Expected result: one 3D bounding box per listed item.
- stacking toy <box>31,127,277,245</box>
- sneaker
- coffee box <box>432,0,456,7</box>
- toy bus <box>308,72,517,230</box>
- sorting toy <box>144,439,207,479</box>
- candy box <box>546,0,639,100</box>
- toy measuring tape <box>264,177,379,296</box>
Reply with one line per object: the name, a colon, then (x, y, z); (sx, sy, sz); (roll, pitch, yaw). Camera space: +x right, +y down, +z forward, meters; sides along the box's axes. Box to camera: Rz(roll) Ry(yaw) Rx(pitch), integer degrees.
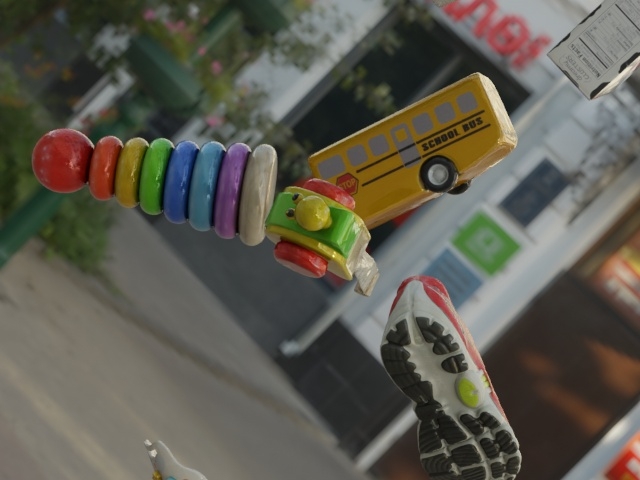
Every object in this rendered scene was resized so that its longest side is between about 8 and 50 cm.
stacking toy: (-0.230, -0.084, 2.102); (0.330, 0.141, 0.141); (8, -1, 3)
sneaker: (0.144, 0.152, 1.625); (0.118, 0.107, 0.279); (-80, 155, -53)
coffee box: (0.200, -0.482, 2.231); (0.098, 0.141, 0.246); (35, 43, -51)
toy bus: (0.102, -0.098, 2.122); (0.130, 0.333, 0.108); (67, 17, 8)
sorting toy: (-0.162, 0.245, 1.643); (0.075, 0.045, 0.083); (61, -22, -6)
candy box: (0.343, -0.240, 1.619); (0.070, 0.196, 0.165); (48, 20, 6)
toy measuring tape: (0.000, 0.000, 1.935); (0.121, 0.121, 0.330); (45, -4, 17)
